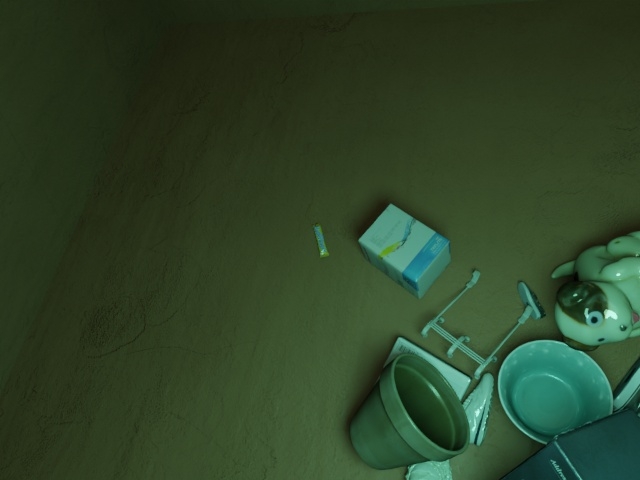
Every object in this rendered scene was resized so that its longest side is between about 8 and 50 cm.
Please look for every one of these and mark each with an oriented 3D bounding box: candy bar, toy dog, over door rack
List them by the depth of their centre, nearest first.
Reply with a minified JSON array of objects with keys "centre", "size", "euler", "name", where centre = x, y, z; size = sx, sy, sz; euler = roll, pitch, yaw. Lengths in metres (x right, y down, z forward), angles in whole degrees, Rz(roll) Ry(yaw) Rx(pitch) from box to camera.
[{"centre":[0.872,0.154,1.468],"size":[0.395,0.284,0.408],"euler":[18,39,42],"name":"toy dog"},{"centre":[0.540,0.294,1.671],"size":[0.239,0.108,0.324],"euler":[37,65,28],"name":"over door rack"},{"centre":[0.000,0.000,2.007],"size":[0.040,0.018,0.161],"euler":[-18,62,7],"name":"candy bar"}]

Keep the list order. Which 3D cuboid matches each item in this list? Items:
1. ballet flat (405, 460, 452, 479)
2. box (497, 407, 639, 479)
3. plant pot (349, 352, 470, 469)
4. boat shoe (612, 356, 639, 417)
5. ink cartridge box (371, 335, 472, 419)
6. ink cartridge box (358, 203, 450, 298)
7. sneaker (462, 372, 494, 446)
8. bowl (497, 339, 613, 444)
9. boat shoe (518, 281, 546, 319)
[{"centre":[0.308,0.815,1.455],"size":[0.147,0.147,0.409],"euler":[8,67,19],"name":"ballet flat"},{"centre":[0.662,0.744,1.126],"size":[0.297,0.472,0.480],"euler":[-7,49,-24],"name":"box"},{"centre":[0.250,0.564,1.497],"size":[0.280,0.323,0.323],"euler":[-47,56,27],"name":"plant pot"},{"centre":[1.010,0.419,1.461],"size":[0.105,0.113,0.306],"euler":[40,83,21],"name":"boat shoe"},{"centre":[0.338,0.501,1.645],"size":[0.275,0.060,0.239],"euler":[29,94,25],"name":"ink cartridge box"},{"centre":[0.315,0.040,1.794],"size":[0.270,0.198,0.197],"euler":[37,80,27],"name":"ink cartridge box"},{"centre":[0.504,0.538,1.566],"size":[0.095,0.090,0.235],"euler":[11,66,31],"name":"sneaker"},{"centre":[0.704,0.480,1.480],"size":[0.311,0.163,0.311],"euler":[-7,58,12],"name":"bowl"},{"centre":[0.737,0.209,1.682],"size":[0.040,0.049,0.142],"euler":[-11,62,-11],"name":"boat shoe"}]
